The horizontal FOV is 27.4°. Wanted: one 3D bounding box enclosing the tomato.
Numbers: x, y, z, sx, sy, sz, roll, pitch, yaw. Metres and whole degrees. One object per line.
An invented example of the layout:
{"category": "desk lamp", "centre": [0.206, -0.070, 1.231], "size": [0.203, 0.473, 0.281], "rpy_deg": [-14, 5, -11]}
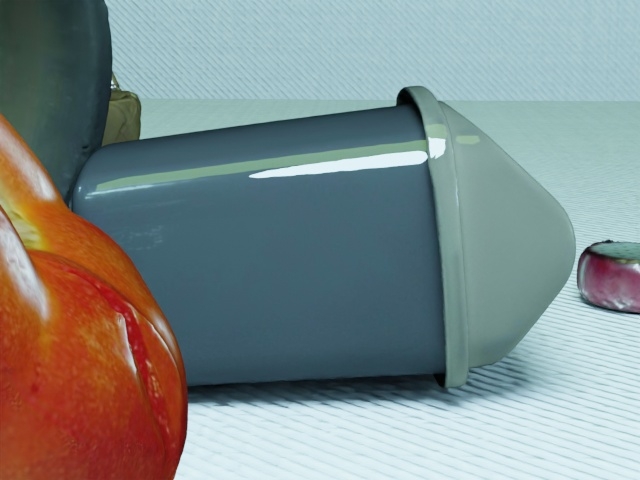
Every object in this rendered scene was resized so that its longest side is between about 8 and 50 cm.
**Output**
{"category": "tomato", "centre": [-0.202, 0.037, 0.497], "size": [0.226, 0.298, 0.298], "rpy_deg": [-40, 9, 6]}

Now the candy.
{"category": "candy", "centre": [0.252, 0.027, 1.028], "size": [0.103, 0.043, 0.103], "rpy_deg": [0, 11, 0]}

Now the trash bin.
{"category": "trash bin", "centre": [0.000, 0.000, 0.835], "size": [0.290, 0.182, 0.209], "rpy_deg": [-5, 13, -2]}

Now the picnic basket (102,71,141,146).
{"category": "picnic basket", "centre": [-0.330, -0.160, 1.273], "size": [0.293, 0.337, 0.337], "rpy_deg": [-10, 15, -40]}

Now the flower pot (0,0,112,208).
{"category": "flower pot", "centre": [-0.342, -0.114, 0.788], "size": [0.251, 0.379, 0.379], "rpy_deg": [20, 20, 34]}
